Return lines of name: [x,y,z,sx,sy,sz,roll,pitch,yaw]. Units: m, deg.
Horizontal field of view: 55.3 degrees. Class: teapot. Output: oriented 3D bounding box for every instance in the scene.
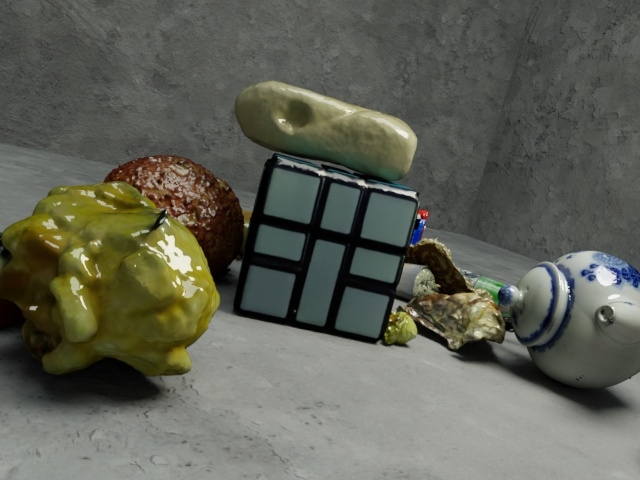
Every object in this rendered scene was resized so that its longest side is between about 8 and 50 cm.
teapot: [0.457,0.136,1.125,0.280,0.252,0.424,16,-5,-6]

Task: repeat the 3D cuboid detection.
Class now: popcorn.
popcorn: [-0.243,0.045,0.723,0.286,0.215,0.252,26,8,40]
popcorn: [0.142,0.160,1.116,0.068,0.059,0.083,18,17,23]

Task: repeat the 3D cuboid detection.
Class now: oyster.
oyster: [0.281,0.155,1.263,0.271,0.100,0.275,2,3,39]

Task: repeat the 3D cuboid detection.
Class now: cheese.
cheese: [0.026,-0.218,1.240,0.351,0.129,0.328,17,11,9]

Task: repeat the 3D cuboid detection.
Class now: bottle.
bottle: [0.364,0.118,1.657,0.330,0.093,0.093,20,10,33]

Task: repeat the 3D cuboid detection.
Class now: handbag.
handbag: [0.206,0.096,1.540,0.173,0.095,0.117,16,7,31]

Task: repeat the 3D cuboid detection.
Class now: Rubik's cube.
Rubik's cube: [0.000,0.000,1.173,0.283,0.293,0.288,11,7,-6]

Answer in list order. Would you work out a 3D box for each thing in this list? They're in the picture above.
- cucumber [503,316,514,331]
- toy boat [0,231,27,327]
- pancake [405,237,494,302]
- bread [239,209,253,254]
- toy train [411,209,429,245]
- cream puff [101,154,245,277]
cucumber: [0.459,0.201,1.470,0.163,0.043,0.039,7,53,-28]
toy boat: [-0.426,0.027,0.788,0.145,0.133,0.332,15,8,10]
pancake: [0.296,0.086,1.575,0.257,0.056,0.212,50,-32,-13]
bread: [-0.193,-0.018,1.578,0.213,0.104,0.213,13,12,-3]
toy train: [0.266,0.004,1.876,0.083,0.204,0.131,16,13,14]
cream puff: [-0.307,-0.061,1.265,0.350,0.228,0.350,15,6,-2]
